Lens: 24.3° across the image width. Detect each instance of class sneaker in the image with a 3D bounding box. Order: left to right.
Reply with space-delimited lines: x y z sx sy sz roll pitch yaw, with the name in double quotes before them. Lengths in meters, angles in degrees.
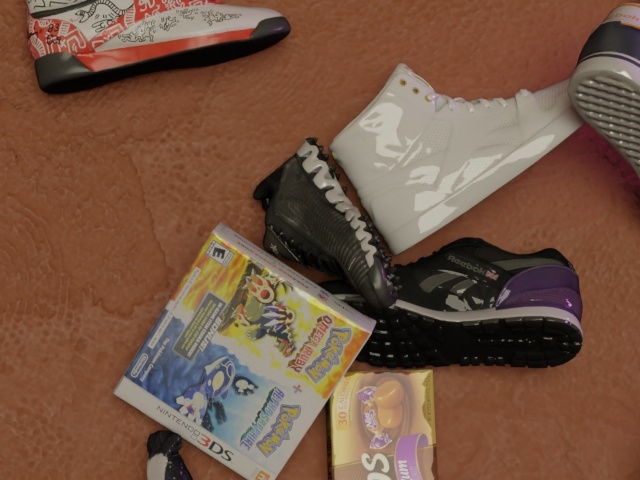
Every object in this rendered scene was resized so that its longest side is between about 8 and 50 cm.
"sneaker" -0.174 -0.250 1.549 0.270 0.090 0.145 -12 84 -5
"sneaker" 0.000 0.000 1.497 0.106 0.078 0.234 -32 48 2
"sneaker" 0.126 0.057 1.538 0.283 0.107 0.124 4 50 3
"sneaker" 0.151 -0.132 1.552 0.292 0.108 0.169 -34 88 -9
"sneaker" 0.376 -0.108 1.523 0.321 0.126 0.127 48 51 -32

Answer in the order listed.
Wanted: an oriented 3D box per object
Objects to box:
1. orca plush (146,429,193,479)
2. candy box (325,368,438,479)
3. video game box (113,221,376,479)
"orca plush" -0.144 0.335 1.471 0.151 0.102 0.287 -20 66 36
"candy box" 0.062 0.226 1.509 0.109 0.053 0.186 0 79 -5
"video game box" -0.076 0.117 1.476 0.187 0.048 0.205 32 106 -2
